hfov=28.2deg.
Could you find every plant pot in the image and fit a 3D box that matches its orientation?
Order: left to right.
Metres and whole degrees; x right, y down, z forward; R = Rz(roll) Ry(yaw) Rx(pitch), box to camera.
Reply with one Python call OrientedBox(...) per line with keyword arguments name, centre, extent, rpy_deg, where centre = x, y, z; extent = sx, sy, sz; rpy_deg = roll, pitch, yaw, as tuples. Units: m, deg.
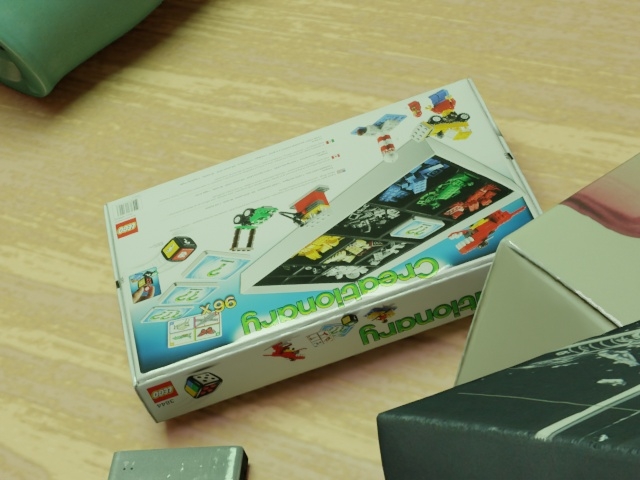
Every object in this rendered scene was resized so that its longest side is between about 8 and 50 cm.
OrientedBox(name="plant pot", centre=(-0.253, -0.282, 1.164), extent=(0.272, 0.271, 0.255), rpy_deg=(24, 74, 33))

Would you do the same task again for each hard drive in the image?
OrientedBox(name="hard drive", centre=(-0.102, 0.198, 0.831), extent=(0.094, 0.022, 0.135), rpy_deg=(-5, 48, 13))

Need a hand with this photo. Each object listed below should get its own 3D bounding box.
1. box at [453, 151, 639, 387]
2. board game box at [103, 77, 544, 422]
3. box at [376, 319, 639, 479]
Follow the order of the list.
OrientedBox(name="box", centre=(0.209, 0.035, 0.745), extent=(0.232, 0.148, 0.127), rpy_deg=(-29, 57, -32))
OrientedBox(name="board game box", centre=(0.000, 0.000, 0.940), extent=(0.305, 0.053, 0.193), rpy_deg=(-19, 45, 1))
OrientedBox(name="box", centre=(0.253, 0.116, 0.446), extent=(0.312, 0.179, 0.343), rpy_deg=(-15, 8, -37))
